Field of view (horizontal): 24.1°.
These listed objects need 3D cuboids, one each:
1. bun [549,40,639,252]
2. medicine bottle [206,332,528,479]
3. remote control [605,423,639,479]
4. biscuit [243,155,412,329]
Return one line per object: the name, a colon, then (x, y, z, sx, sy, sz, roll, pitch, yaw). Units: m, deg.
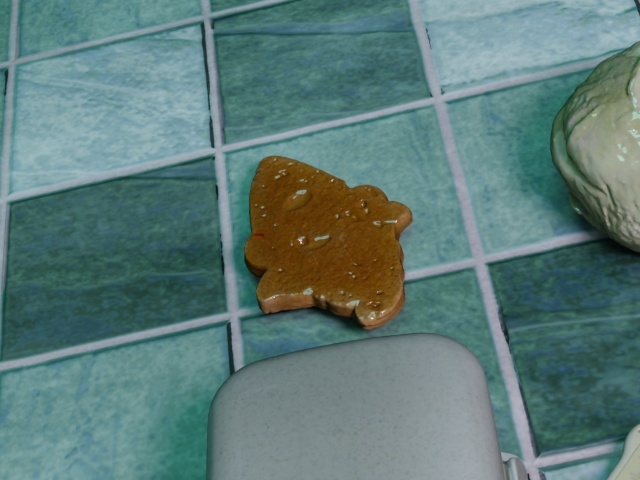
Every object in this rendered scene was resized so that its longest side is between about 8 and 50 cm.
bun: (0.328, -0.109, 1.425, 0.244, 0.153, 0.244, -17, 45, 18)
medicine bottle: (0.033, 0.245, 1.209, 0.282, 0.123, 0.375, -9, 44, 5)
remote control: (0.267, 0.207, 1.243, 0.074, 0.032, 0.122, 24, 58, 33)
biscuit: (0.000, 0.000, 1.515, 0.183, 0.043, 0.280, -25, 41, -14)
